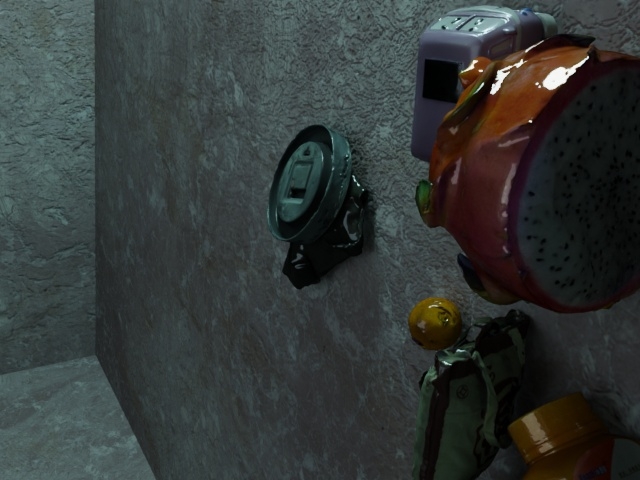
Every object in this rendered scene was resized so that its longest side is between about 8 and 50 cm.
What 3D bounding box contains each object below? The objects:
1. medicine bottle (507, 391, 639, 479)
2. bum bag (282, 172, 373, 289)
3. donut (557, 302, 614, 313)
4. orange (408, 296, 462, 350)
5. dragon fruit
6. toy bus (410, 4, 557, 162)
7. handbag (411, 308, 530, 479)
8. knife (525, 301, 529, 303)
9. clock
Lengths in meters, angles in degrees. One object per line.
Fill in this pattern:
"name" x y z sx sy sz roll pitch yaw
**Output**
"medicine bottle" 0.316 0.298 0.833 0.222 0.149 0.112 65 144 25
"bum bag" 0.000 0.000 1.348 0.326 0.079 0.142 -45 49 53
"donut" 0.310 0.045 0.886 0.108 0.043 0.097 -24 77 54
"orange" 0.175 0.127 1.093 0.083 0.083 0.084 22 116 55
"dragon fruit" 0.231 -0.070 0.760 0.189 0.290 0.291 22 116 55
"toy bus" 0.203 -0.189 0.902 0.142 0.142 0.203 28 121 54
"handbag" 0.201 0.228 0.961 0.127 0.213 0.235 26 120 32
"knife" 0.243 -0.001 1.011 0.030 0.014 0.207 -53 52 50
"clock" -0.023 -0.101 1.315 0.226 0.049 0.226 -37 43 44
